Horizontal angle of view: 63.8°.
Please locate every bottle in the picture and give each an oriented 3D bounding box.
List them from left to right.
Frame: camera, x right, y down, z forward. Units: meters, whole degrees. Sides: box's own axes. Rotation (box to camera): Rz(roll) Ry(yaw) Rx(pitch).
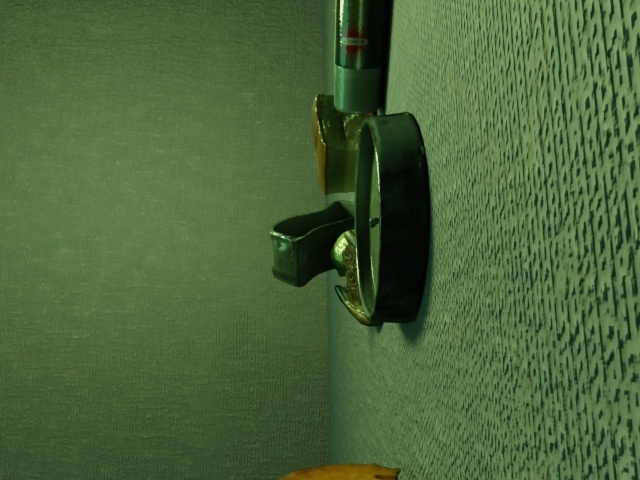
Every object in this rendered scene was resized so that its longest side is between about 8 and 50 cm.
[{"bbox_3d":[0.064,-0.347,0.808,0.082,0.082,0.286,-95,4,-61],"label":"bottle"}]

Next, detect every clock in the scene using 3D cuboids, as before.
[{"bbox_3d":[0.085,-0.028,0.687,0.280,0.055,0.280,179,90,-88],"label":"clock"}]

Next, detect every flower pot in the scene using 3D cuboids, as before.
[{"bbox_3d":[0.000,0.000,1.053,0.103,0.229,0.108,23,123,41],"label":"flower pot"}]

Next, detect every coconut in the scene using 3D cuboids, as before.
[{"bbox_3d":[0.060,0.027,0.983,0.096,0.088,0.088,-62,9,12],"label":"coconut"}]

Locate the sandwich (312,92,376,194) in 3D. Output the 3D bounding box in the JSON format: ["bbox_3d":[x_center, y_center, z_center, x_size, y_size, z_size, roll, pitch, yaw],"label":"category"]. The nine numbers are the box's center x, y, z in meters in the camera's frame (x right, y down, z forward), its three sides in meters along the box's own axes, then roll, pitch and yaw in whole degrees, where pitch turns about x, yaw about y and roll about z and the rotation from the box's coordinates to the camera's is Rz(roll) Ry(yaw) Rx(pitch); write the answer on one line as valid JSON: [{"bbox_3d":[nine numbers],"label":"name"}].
[{"bbox_3d":[0.041,-0.227,0.998,0.186,0.108,0.220,92,172,-59],"label":"sandwich"}]

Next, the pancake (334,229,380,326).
[{"bbox_3d":[0.060,0.067,0.905,0.184,0.020,0.190,28,133,62],"label":"pancake"}]

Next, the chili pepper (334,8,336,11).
[{"bbox_3d":[0.067,-0.533,1.091,0.191,0.050,0.059,-175,87,-76],"label":"chili pepper"}]

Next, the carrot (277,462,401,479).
[{"bbox_3d":[0.031,0.418,0.592,0.196,0.196,0.254,146,120,-87],"label":"carrot"}]
